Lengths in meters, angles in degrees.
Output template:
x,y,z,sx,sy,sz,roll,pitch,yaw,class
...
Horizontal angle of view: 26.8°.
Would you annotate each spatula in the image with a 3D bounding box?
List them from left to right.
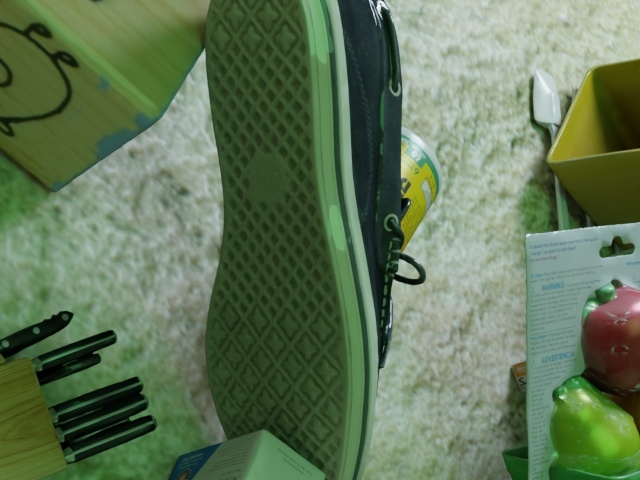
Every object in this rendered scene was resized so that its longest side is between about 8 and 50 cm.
x,y,z,sx,sy,sz,roll,pitch,yaw,class
0.338,-0.094,1.734,0.168,0.019,0.242,20,61,-40,spatula

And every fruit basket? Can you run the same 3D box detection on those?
x,y,z,sx,sy,sz,roll,pitch,yaw,class
0.316,0.158,1.460,0.327,0.165,0.353,-7,92,-42,fruit basket

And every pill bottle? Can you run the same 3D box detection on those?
x,y,z,sx,sy,sz,roll,pitch,yaw,class
0.034,-0.018,1.365,0.117,0.117,0.208,48,49,-15,pill bottle

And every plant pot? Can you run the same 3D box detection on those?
x,y,z,sx,sy,sz,roll,pitch,yaw,class
0.438,-0.102,1.689,0.187,0.212,0.212,60,41,-30,plant pot

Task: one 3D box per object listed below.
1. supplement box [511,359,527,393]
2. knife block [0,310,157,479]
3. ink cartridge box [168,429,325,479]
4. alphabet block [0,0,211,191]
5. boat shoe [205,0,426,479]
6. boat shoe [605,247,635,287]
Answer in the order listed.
x,y,z,sx,sy,sz,roll,pitch,yaw,class
0.277,0.143,1.548,0.098,0.062,0.036,-14,84,-43,supplement box
-0.261,0.171,1.050,0.242,0.088,0.276,34,53,-25,knife block
-0.098,0.282,1.114,0.078,0.134,0.231,41,51,-22,ink cartridge box
-0.222,-0.196,1.169,0.197,0.192,0.193,41,49,-20,alphabet block
0.000,0.000,1.183,0.156,0.187,0.500,-15,107,-49,boat shoe
0.441,0.048,1.642,0.068,0.227,0.081,35,50,-63,boat shoe
